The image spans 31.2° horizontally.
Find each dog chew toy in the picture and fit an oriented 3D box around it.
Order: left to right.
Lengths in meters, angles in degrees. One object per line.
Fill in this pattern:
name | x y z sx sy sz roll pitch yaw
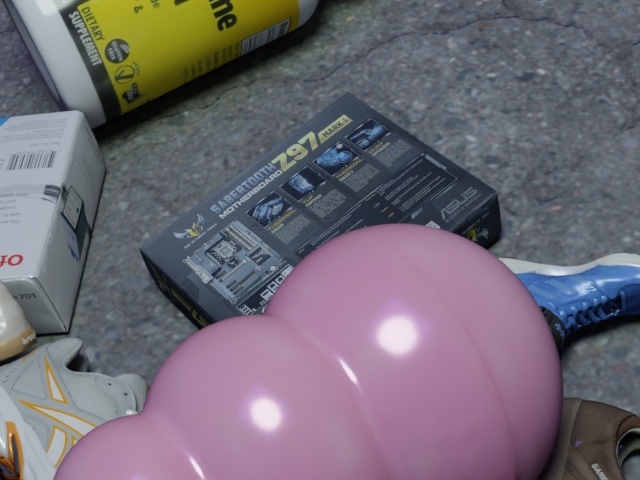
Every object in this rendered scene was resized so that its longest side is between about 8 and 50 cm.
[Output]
dog chew toy | -0.014 0.124 0.700 0.332 0.206 0.206 -26 49 -24

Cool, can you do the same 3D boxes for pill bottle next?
pill bottle | -0.122 -0.255 1.076 0.334 0.188 0.188 -29 50 -12

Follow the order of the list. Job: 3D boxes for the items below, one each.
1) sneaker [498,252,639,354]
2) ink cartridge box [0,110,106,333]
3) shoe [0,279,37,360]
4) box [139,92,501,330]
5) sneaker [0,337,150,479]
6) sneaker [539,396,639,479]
sneaker | 0.184 0.055 0.830 0.152 0.058 0.084 2 45 20
ink cartridge box | -0.274 -0.014 0.978 0.139 0.082 0.190 -4 51 10
shoe | -0.323 0.084 0.890 0.219 0.058 0.076 -18 16 16
box | 0.000 0.000 0.919 0.233 0.059 0.183 -39 53 -18
sneaker | -0.152 0.153 0.805 0.121 0.099 0.262 -36 53 -23
sneaker | 0.171 0.182 0.723 0.071 0.066 0.188 8 53 17
